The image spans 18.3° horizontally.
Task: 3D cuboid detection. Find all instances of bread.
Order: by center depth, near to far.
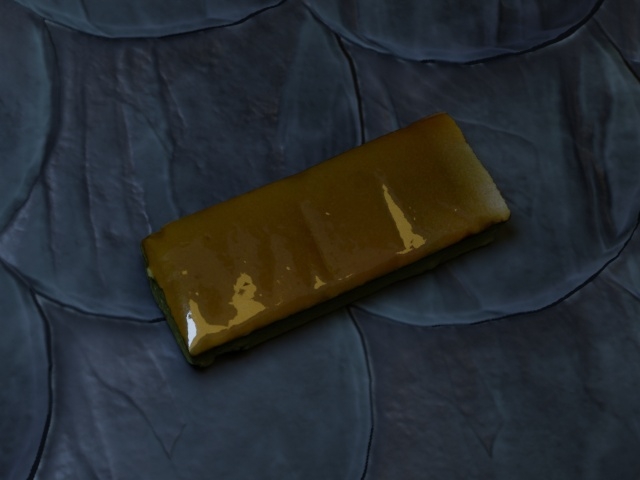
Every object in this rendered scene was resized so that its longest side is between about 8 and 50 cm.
[{"bbox_3d":[0.000,0.000,1.965,0.361,0.077,0.138,-23,70,-19],"label":"bread"}]
